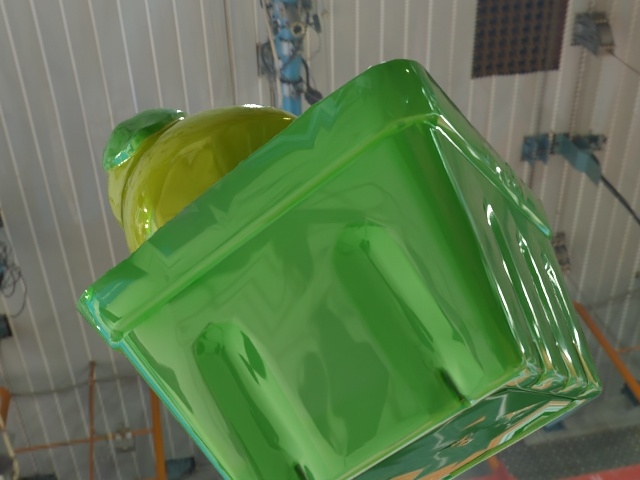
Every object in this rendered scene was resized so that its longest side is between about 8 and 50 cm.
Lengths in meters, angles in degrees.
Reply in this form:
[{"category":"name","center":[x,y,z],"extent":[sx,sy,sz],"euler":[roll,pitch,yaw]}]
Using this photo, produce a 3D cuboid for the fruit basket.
[{"category":"fruit basket","center":[0.000,0.000,0.607],"extent":[0.283,0.392,0.392],"euler":[-36,-56,15]}]
